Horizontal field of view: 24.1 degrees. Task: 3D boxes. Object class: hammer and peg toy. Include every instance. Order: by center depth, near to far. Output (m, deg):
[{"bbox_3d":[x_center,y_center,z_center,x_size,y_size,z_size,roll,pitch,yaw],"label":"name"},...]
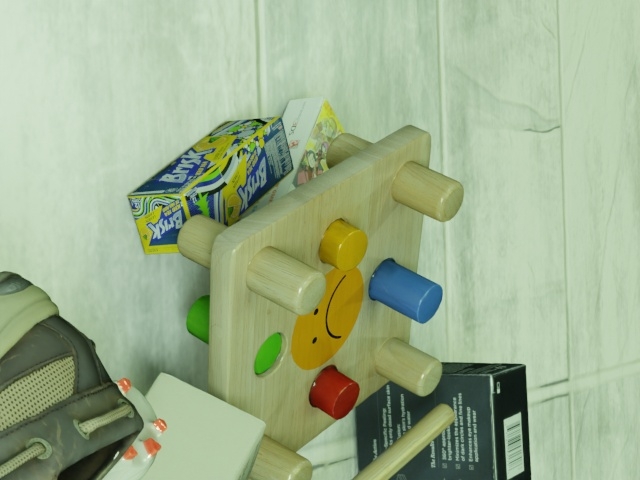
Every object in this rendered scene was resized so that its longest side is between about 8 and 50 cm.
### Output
[{"bbox_3d":[-0.001,0.099,1.263,0.266,0.127,0.361,-33,137,-42],"label":"hammer and peg toy"}]

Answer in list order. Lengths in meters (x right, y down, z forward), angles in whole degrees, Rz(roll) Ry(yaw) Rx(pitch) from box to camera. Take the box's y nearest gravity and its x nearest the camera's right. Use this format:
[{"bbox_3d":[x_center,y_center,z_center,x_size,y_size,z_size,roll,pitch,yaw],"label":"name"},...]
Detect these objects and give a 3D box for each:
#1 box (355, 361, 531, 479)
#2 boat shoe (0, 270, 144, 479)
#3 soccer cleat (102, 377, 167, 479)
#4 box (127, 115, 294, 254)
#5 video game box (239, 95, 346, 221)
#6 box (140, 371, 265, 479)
[{"bbox_3d":[0.124,0.204,1.511,0.093,0.158,0.156,-8,95,-60],"label":"box"},{"bbox_3d":[-0.171,0.136,0.673,0.130,0.132,0.355,34,32,-2],"label":"boat shoe"},{"bbox_3d":[-0.153,0.144,0.895,0.068,0.076,0.196,49,23,-8],"label":"soccer cleat"},{"bbox_3d":[-0.088,-0.048,1.248,0.169,0.059,0.054,-44,125,-53],"label":"box"},{"bbox_3d":[0.000,0.000,1.417,0.205,0.048,0.187,58,44,-42],"label":"video game box"},{"bbox_3d":[-0.140,0.234,1.064,0.275,0.094,0.113,-60,173,-43],"label":"box"}]
